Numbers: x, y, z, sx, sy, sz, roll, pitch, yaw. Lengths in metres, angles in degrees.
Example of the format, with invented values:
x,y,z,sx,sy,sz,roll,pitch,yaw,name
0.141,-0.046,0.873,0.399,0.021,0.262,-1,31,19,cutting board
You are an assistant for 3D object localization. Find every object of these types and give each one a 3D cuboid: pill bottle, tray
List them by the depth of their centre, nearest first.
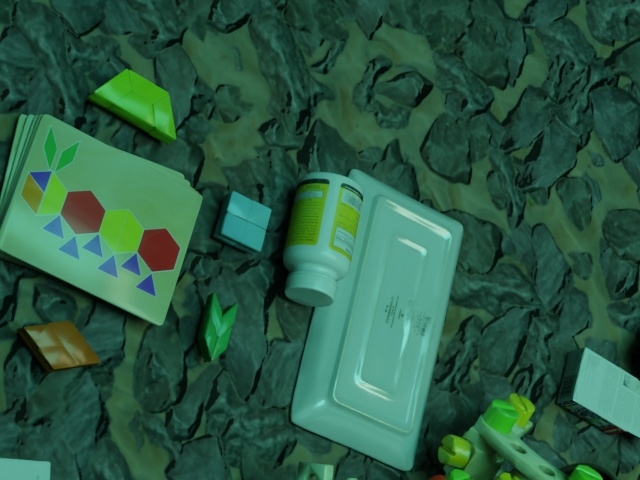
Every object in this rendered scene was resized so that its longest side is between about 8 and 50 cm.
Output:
x,y,z,sx,sy,sz,roll,pitch,yaw,name
0.000,0.000,1.618,0.065,0.065,0.116,24,64,-26,pill bottle
0.064,0.072,1.661,0.145,0.030,0.270,27,63,-26,tray

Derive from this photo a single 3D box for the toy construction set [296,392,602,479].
x,y,z,sx,sy,sz,roll,pitch,yaw,name
0.117,0.235,1.541,0.327,0.151,0.215,-6,39,-36,toy construction set

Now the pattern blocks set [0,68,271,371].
x,y,z,sx,sy,sz,roll,pitch,yaw,name
-0.200,-0.020,1.514,0.325,0.026,0.285,35,60,-20,pattern blocks set

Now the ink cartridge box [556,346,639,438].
x,y,z,sx,sy,sz,roll,pitch,yaw,name
0.301,0.165,1.792,0.115,0.029,0.063,31,61,-24,ink cartridge box

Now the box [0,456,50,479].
x,y,z,sx,sy,sz,roll,pitch,yaw,name
-0.275,0.222,1.356,0.102,0.087,0.101,9,72,-31,box

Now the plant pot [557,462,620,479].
x,y,z,sx,sy,sz,roll,pitch,yaw,name
0.281,0.324,1.662,0.165,0.167,0.167,35,59,-30,plant pot
